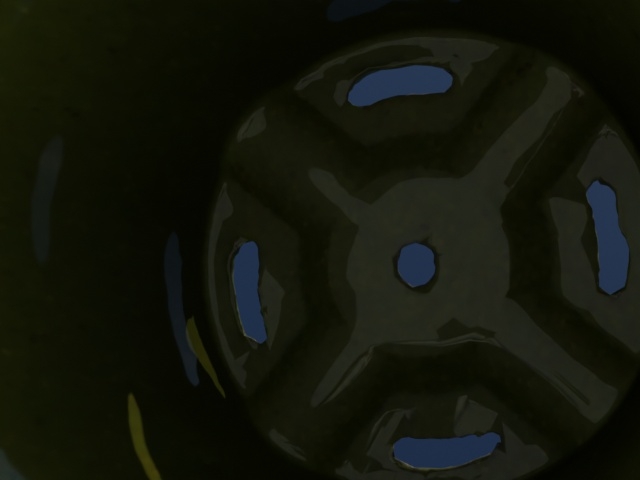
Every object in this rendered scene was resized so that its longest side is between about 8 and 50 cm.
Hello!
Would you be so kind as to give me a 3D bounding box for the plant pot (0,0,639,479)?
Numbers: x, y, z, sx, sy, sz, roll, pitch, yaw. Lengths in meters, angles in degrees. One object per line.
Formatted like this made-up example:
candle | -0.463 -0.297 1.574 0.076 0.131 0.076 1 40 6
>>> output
plant pot | 0.000 0.000 0.362 0.276 0.254 0.276 -1 -93 18
